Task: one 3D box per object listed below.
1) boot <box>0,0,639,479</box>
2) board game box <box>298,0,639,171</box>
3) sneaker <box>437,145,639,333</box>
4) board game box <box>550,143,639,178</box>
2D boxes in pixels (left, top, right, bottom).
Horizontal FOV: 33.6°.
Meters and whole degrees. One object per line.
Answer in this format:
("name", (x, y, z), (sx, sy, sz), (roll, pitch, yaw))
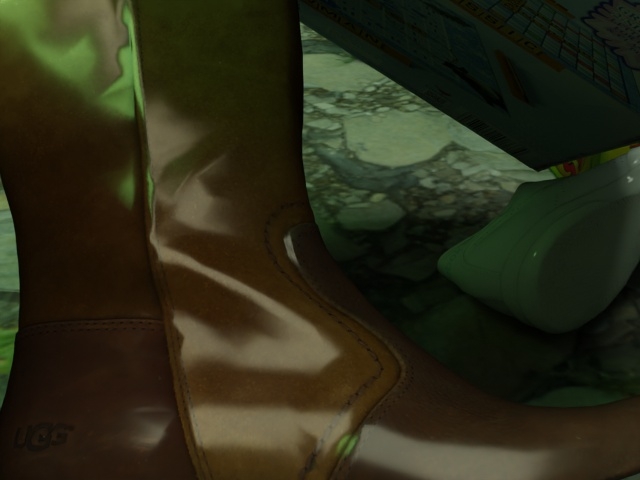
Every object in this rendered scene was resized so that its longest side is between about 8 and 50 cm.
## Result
("boot", (0.000, 0.000, 0.415), (0.264, 0.096, 0.280), (-12, 61, 3))
("board game box", (0.029, -0.151, 0.457), (0.319, 0.066, 0.318), (31, -5, -6))
("sneaker", (0.157, -0.019, 0.589), (0.212, 0.080, 0.094), (-21, 20, -32))
("board game box", (0.170, -0.097, 0.701), (0.043, 0.092, 0.181), (-5, 29, -8))
